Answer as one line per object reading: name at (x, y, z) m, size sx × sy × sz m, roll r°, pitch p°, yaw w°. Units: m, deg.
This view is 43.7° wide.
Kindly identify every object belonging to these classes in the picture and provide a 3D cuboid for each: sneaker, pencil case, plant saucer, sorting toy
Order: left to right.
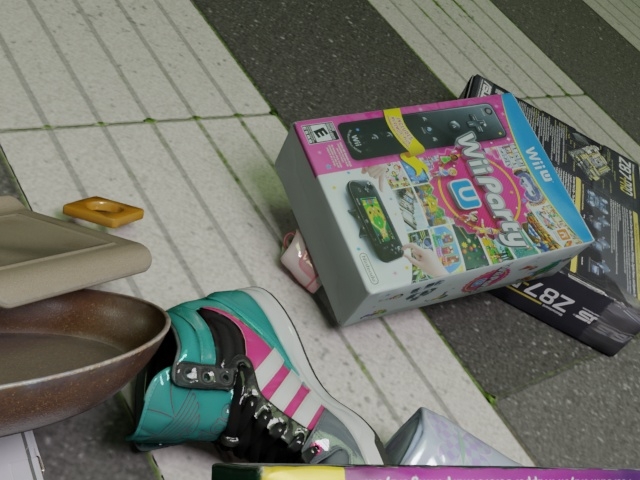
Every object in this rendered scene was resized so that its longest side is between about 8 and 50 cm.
plant saucer at (-0.266, 0.085, 0.581) m, size 0.310 × 0.050 × 0.310 m, roll 1°, pitch 7°, yaw 0°
sorting toy at (-0.280, 0.014, 0.717) m, size 0.195 × 0.047 × 0.347 m, roll 19°, pitch 18°, yaw 26°
sneaker at (-0.068, 0.157, 0.678) m, size 0.178 × 0.124 × 0.295 m, roll -3°, pitch 42°, yaw -40°
sneaker at (0.000, 0.000, 0.946) m, size 0.070 × 0.051 × 0.134 m, roll 39°, pitch 44°, yaw 2°
pencil case at (0.170, 0.265, 0.723) m, size 0.273 × 0.113 × 0.124 m, roll 30°, pitch 44°, yaw -1°

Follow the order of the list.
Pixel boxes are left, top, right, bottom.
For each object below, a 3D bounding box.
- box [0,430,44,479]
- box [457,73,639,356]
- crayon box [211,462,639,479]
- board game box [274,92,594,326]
box at (-0.322, 0.206, 0.502) m, size 0.289 × 0.087 × 0.169 m, roll -6°, pitch 51°, yaw -36°
box at (0.317, -0.058, 1.169) m, size 0.318 × 0.097 × 0.395 m, roll 26°, pitch 40°, yaw -2°
crayon box at (0.104, 0.314, 0.539) m, size 0.362 × 0.106 × 0.313 m, roll 8°, pitch 73°, yaw -24°
board game box at (0.129, -0.045, 0.928) m, size 0.303 × 0.097 × 0.224 m, roll -11°, pitch 65°, yaw -26°
